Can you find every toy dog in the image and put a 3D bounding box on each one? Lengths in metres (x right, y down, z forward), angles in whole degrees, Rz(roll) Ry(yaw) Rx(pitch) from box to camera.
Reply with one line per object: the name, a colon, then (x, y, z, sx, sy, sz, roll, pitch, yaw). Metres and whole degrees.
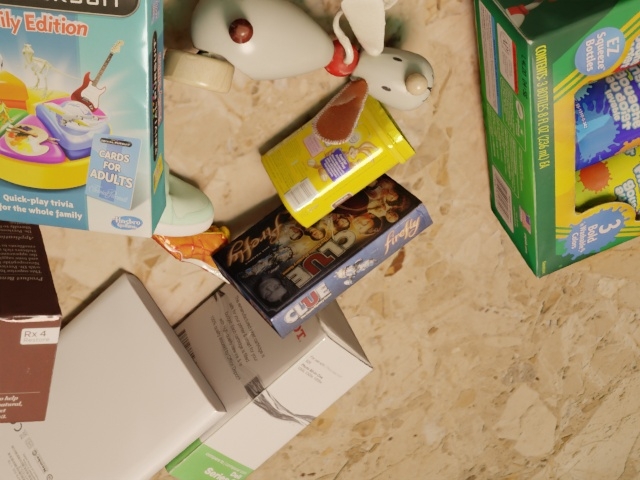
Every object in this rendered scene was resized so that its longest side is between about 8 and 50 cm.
toy dog: (-0.010, -0.221, 1.324, 0.334, 0.161, 0.220, -9, 109, -17)

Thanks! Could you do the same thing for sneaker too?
sneaker: (-0.207, -0.102, 1.408, 0.256, 0.094, 0.151, 24, 120, -33)
sneaker: (-0.161, 0.001, 1.547, 0.175, 0.064, 0.067, 26, 97, -43)

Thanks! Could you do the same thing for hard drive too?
hard drive: (-0.319, 0.244, 1.554, 0.353, 0.233, 0.047, -41, 159, 11)

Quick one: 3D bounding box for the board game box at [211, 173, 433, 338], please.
board game box: (0.000, 0.000, 1.503, 0.243, 0.165, 0.042, -37, 133, -11)

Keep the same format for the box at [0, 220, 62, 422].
box: (-0.417, 0.093, 1.404, 0.168, 0.203, 0.167, 1, 126, -23)

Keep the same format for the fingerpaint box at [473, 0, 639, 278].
fingerpaint box: (0.408, -0.197, 1.520, 0.371, 0.163, 0.444, -22, 140, -7)

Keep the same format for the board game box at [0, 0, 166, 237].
board game box: (-0.298, -0.175, 1.249, 0.254, 0.079, 0.336, 6, 123, 3)

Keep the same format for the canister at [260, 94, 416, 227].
canister: (0.019, -0.109, 1.485, 0.170, 0.126, 0.073, -35, 142, 9)

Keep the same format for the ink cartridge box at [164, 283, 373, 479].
ink cartridge box: (-0.097, 0.175, 1.599, 0.289, 0.211, 0.121, -41, 132, 11)
